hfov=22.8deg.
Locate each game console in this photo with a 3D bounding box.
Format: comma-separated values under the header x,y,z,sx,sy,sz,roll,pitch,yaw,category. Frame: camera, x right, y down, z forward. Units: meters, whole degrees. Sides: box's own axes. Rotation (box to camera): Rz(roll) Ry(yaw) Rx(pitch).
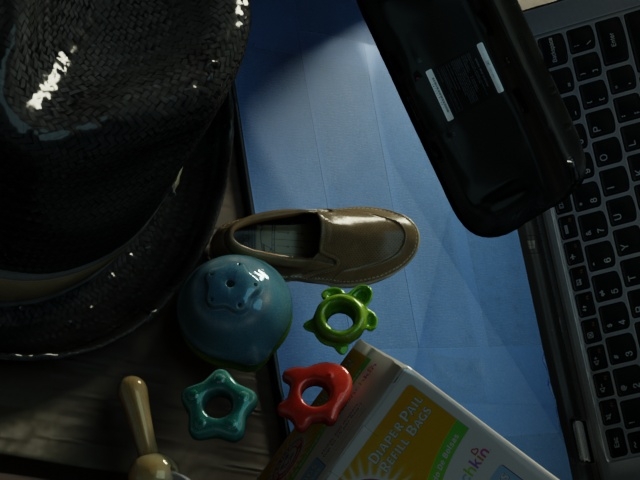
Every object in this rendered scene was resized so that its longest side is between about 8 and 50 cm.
x,y,z,sx,sy,sz,roll,pitch,yaw,category
0.049,-0.169,0.993,0.213,0.044,0.361,-28,98,-19,game console

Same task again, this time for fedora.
x,y,z,sx,sy,sz,roll,pitch,yaw,category
-0.144,-0.106,0.869,0.334,0.152,0.334,19,57,-32,fedora

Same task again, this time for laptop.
x,y,z,sx,sy,sz,roll,pitch,yaw,category
0.181,-0.035,1.063,0.236,0.408,0.382,40,38,-66,laptop

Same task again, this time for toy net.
x,y,z,sx,sy,sz,roll,pitch,yaw,category
-0.060,0.111,0.875,0.122,0.045,0.232,22,65,12,toy net

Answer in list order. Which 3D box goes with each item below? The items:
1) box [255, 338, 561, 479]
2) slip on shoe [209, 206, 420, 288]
x,y,z,sx,sy,sz,roll,pitch,yaw,category
0.078,0.163,0.913,0.203,0.103,0.114,38,86,-14,box
0.000,0.000,0.982,0.135,0.041,0.051,0,69,-15,slip on shoe
